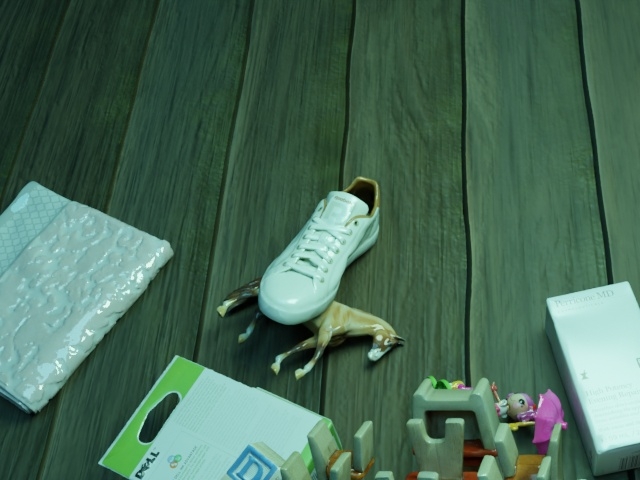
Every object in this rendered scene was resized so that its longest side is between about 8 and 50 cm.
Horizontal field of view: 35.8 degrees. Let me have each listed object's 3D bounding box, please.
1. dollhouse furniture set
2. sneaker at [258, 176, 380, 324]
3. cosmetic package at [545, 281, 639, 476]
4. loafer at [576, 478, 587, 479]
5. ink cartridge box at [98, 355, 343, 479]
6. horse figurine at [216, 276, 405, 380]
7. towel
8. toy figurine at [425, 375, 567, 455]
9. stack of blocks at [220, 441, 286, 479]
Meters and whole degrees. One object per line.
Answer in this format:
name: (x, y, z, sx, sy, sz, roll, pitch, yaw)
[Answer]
dollhouse furniture set: (0.127, 0.254, 1.043, 0.262, 0.135, 0.259, -4, 14, 22)
sneaker: (0.000, 0.000, 1.408, 0.106, 0.123, 0.290, 22, 40, 16)
cosmetic package: (0.374, 0.174, 1.273, 0.117, 0.085, 0.231, -13, 53, 2)
loafer: (0.205, 0.328, 1.182, 0.269, 0.102, 0.092, -16, 57, 1)
ink cartridge box: (-0.126, 0.284, 1.296, 0.255, 0.097, 0.189, 20, 60, 27)
horse figurine: (-0.031, 0.110, 1.419, 0.174, 0.066, 0.263, -33, 46, -28)
towel: (-0.447, 0.074, 1.557, 0.317, 0.053, 0.332, 24, 63, 27)
toy figurine: (0.229, 0.227, 1.265, 0.159, 0.130, 0.173, -3, 19, -8)
stack of blocks: (-0.010, 0.385, 1.108, 0.297, 0.087, 0.171, 37, 86, 11)
